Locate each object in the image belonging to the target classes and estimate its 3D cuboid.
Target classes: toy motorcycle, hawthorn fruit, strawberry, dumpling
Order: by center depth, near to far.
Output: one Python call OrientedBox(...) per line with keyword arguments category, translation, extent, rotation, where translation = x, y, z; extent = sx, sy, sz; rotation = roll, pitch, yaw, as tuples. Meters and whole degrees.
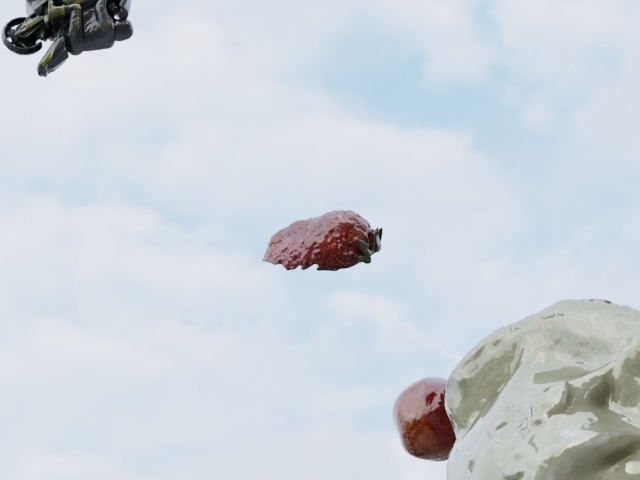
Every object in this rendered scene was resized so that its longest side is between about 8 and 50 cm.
OrientedBox(category="dumpling", translation=(0.263, 0.214, 1.321), extent=(0.233, 0.395, 0.315), rotation=(19, -62, -35))
OrientedBox(category="toy motorcycle", translation=(-0.290, -0.271, 1.704), extent=(0.124, 0.193, 0.061), rotation=(34, -29, 10))
OrientedBox(category="strawberry", translation=(0.000, 0.000, 2.083), extent=(0.187, 0.082, 0.146), rotation=(-8, 5, 11))
OrientedBox(category="hawthorn fruit", translation=(0.179, 0.271, 2.140), extent=(0.133, 0.133, 0.138), rotation=(13, -26, -26))
